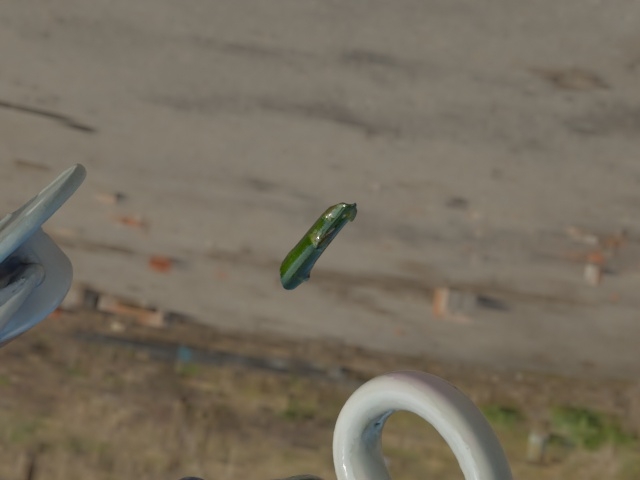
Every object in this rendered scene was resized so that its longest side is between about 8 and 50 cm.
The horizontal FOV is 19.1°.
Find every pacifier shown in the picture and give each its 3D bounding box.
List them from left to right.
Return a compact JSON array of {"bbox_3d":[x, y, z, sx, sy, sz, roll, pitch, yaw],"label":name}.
[{"bbox_3d":[-0.336,-0.001,1.587,0.233,0.244,0.299,51,141,-6],"label":"pacifier"}]

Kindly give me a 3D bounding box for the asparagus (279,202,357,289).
[{"bbox_3d":[0.000,0.000,1.555,0.025,0.021,0.108,6,136,-39],"label":"asparagus"}]

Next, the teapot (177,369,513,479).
[{"bbox_3d":[-0.012,0.258,1.243,0.252,0.424,0.280,-9,-132,-50],"label":"teapot"}]
